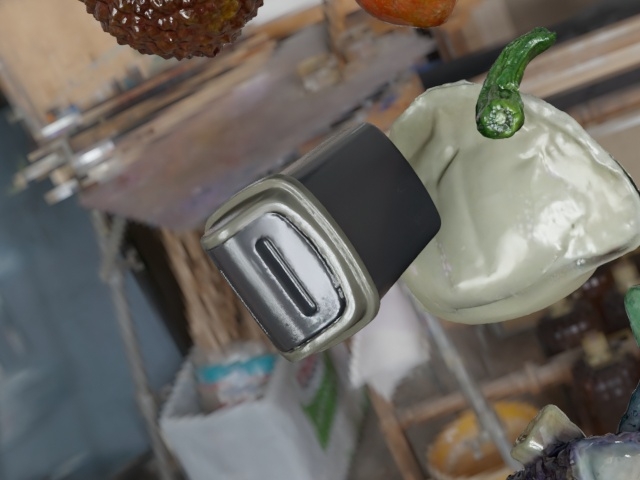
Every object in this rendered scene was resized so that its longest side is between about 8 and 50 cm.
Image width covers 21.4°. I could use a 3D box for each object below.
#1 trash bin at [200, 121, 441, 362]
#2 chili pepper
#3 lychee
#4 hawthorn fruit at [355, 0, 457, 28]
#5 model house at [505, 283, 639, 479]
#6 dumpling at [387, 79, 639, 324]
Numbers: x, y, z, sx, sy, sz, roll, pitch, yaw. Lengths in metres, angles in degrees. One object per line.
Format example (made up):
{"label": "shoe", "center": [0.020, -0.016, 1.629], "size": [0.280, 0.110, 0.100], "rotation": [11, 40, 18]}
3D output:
{"label": "trash bin", "center": [0.000, 0.000, 1.987], "size": [0.182, 0.209, 0.290], "rotation": [-32, 7, 41]}
{"label": "chili pepper", "center": [0.204, -0.162, 1.818], "size": [0.073, 0.050, 0.182], "rotation": [-55, 8, 44]}
{"label": "lychee", "center": [-0.179, -0.360, 2.064], "size": [0.276, 0.275, 0.304], "rotation": [-8, -10, 31]}
{"label": "hawthorn fruit", "center": [0.097, -0.336, 1.931], "size": [0.189, 0.189, 0.189], "rotation": [-20, 27, 11]}
{"label": "model house", "center": [0.320, 0.212, 1.541], "size": [0.298, 0.284, 0.243], "rotation": [-57, 6, -24]}
{"label": "dumpling", "center": [0.215, -0.052, 2.146], "size": [0.395, 0.315, 0.233], "rotation": [-11, 21, 44]}
